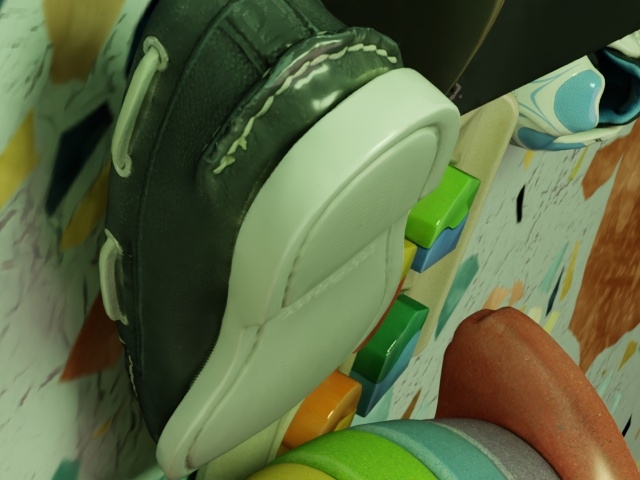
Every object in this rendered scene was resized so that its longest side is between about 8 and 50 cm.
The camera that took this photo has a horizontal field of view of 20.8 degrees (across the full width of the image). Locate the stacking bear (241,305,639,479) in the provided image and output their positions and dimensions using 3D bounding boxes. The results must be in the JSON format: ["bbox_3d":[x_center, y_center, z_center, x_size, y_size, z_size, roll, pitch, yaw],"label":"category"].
[{"bbox_3d":[-0.005,0.161,0.755,0.289,0.164,0.175,-14,137,-36],"label":"stacking bear"}]

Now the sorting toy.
[{"bbox_3d":[0.024,0.037,0.859,0.208,0.038,0.193,-37,153,-48],"label":"sorting toy"}]

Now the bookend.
[{"bbox_3d":[0.077,-0.152,0.746,0.157,0.072,0.156,-28,128,-29],"label":"bookend"}]

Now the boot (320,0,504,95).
[{"bbox_3d":[0.038,-0.167,0.604,0.115,0.112,0.305,-56,162,-41],"label":"boot"}]

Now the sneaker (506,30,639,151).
[{"bbox_3d":[0.156,-0.092,0.990,0.237,0.086,0.085,-24,133,-60],"label":"sneaker"}]

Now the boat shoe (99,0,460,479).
[{"bbox_3d":[-0.029,0.000,0.643,0.114,0.091,0.302,-34,166,-28],"label":"boat shoe"}]
